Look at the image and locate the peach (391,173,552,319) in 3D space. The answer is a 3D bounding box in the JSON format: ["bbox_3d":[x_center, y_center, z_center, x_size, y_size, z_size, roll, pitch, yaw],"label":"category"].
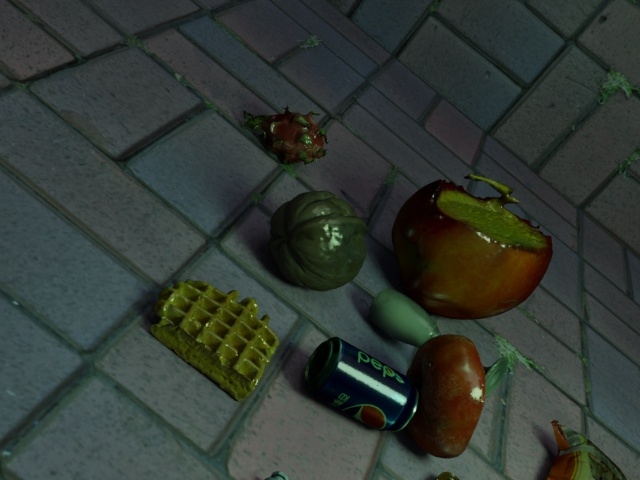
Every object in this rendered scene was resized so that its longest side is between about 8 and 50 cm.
[{"bbox_3d":[0.348,0.031,2.071,0.405,0.310,0.335,7,37,-37],"label":"peach"}]

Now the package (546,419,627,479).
[{"bbox_3d":[0.610,0.544,1.856,0.288,0.108,0.223,41,29,-5],"label":"package"}]

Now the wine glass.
[{"bbox_3d":[0.246,0.269,1.858,0.309,0.264,0.096,32,55,31],"label":"wine glass"}]

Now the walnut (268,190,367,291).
[{"bbox_3d":[0.000,0.000,1.794,0.224,0.224,0.224,30,29,-19],"label":"walnut"}]

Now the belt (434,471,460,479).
[{"bbox_3d":[0.230,0.465,1.570,0.059,0.036,0.083,35,27,3],"label":"belt"}]

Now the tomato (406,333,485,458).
[{"bbox_3d":[0.221,0.294,1.630,0.095,0.237,0.237,12,35,-16],"label":"tomato"}]

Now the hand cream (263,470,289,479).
[{"bbox_3d":[-0.094,0.402,1.251,0.065,0.043,0.170,37,32,5],"label":"hand cream"}]

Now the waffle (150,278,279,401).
[{"bbox_3d":[-0.179,0.147,1.503,0.229,0.057,0.219,38,27,-2],"label":"waffle"}]

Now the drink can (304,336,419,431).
[{"bbox_3d":[0.076,0.269,1.577,0.204,0.118,0.118,30,29,-17],"label":"drink can"}]

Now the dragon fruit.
[{"bbox_3d":[-0.088,-0.280,2.179,0.235,0.135,0.137,27,31,12],"label":"dragon fruit"}]
